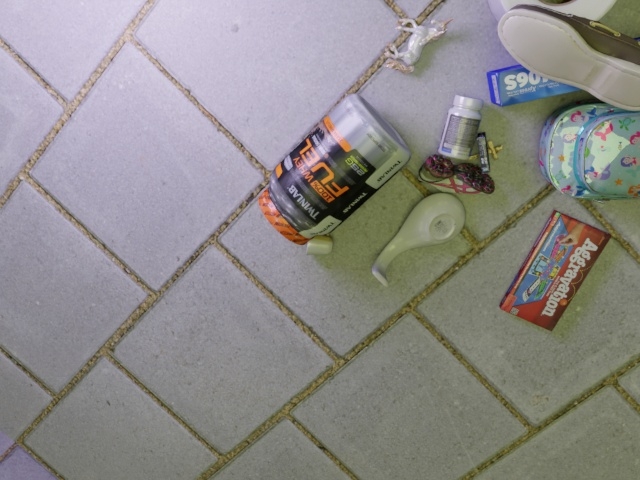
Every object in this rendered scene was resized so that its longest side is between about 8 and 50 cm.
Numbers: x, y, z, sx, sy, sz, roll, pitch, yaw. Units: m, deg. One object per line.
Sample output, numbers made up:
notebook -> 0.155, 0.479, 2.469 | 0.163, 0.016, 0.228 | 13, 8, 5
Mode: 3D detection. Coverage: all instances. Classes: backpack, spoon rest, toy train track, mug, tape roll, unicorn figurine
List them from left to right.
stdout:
mug -> 0.000, 0.003, 1.444 | 0.064, 0.062, 0.078 | 9, 115, -2
unicorn figurine -> 0.216, -0.455, 1.272 | 0.111, 0.060, 0.162 | 25, 125, 1
spoon rest -> 0.238, -0.007, 1.393 | 0.276, 0.084, 0.137 | -41, 114, 7
toy train track -> 0.393, -0.209, 1.337 | 0.083, 0.014, 0.048 | -18, 105, 21
tape roll -> 0.470, -0.538, 1.139 | 0.246, 0.169, 0.246 | 3, 108, 9
backpack -> 0.615, -0.195, 1.220 | 0.253, 0.191, 0.225 | 4, 109, 14

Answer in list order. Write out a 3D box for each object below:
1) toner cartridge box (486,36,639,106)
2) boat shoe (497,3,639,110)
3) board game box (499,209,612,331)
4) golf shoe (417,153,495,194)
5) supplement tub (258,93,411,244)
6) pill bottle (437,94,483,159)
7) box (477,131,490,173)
toner cartridge box -> 0.542, -0.360, 1.185 | 0.348, 0.165, 0.075 | -10, 106, 13
boat shoe -> 0.491, -0.360, 1.055 | 0.324, 0.096, 0.116 | 27, 152, 3
board game box -> 0.576, 0.079, 1.388 | 0.145, 0.027, 0.281 | 23, 109, 0
golf shoe -> 0.325, -0.147, 1.349 | 0.186, 0.067, 0.086 | 18, 150, -7
supplement tub -> 0.026, -0.156, 1.312 | 0.207, 0.207, 0.338 | 45, 108, -6
pill bottle -> 0.325, -0.262, 1.296 | 0.078, 0.078, 0.137 | 14, 109, 5
box -> 0.378, -0.203, 1.297 | 0.018, 0.067, 0.083 | -7, 110, 19
